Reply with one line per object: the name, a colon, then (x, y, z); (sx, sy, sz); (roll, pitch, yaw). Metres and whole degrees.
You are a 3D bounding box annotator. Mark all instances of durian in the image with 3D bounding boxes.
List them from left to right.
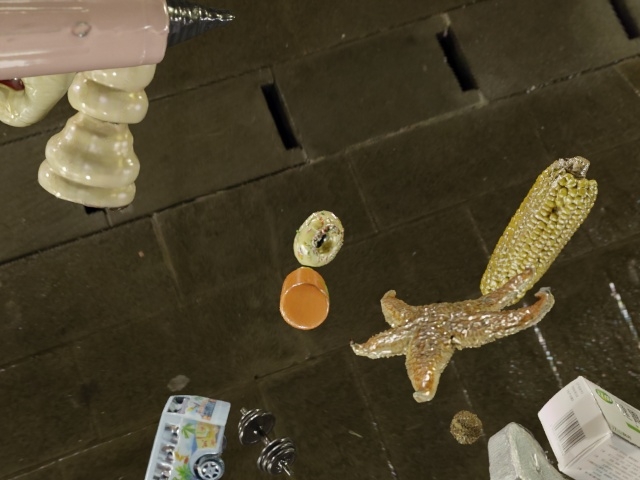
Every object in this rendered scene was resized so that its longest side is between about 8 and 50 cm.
durian: (0.359, 0.456, 1.548); (0.091, 0.080, 0.080); (6, 76, -26)

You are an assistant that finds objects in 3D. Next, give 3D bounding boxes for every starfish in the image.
starfish: (0.145, 0.087, 0.706); (0.231, 0.295, 0.048); (-20, 99, 2)

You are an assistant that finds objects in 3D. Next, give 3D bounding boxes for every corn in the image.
corn: (0.418, -0.016, 1.226); (0.119, 0.119, 0.322); (31, 109, 1)

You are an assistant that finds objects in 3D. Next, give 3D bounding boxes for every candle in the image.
candle: (0.383, 0.438, 1.181); (0.068, 0.168, 0.192); (-50, 56, 25)

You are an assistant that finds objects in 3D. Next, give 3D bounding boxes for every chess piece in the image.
chess piece: (-0.315, -0.188, 0.937); (0.142, 0.143, 0.261); (23, 110, -1)

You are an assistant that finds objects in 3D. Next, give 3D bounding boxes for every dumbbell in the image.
dumbbell: (-0.123, 0.454, 1.439); (0.099, 0.099, 0.208); (-39, 50, -13)

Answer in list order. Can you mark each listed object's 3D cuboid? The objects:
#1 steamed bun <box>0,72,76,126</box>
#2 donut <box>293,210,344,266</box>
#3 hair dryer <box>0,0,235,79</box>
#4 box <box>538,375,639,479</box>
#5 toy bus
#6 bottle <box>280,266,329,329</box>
steamed bun: (-0.292, -0.203, 0.564); (0.155, 0.172, 0.141); (25, 56, -31)
donut: (0.000, 0.000, 1.799); (0.174, 0.174, 0.068); (-45, 50, -13)
hair dryer: (-0.203, -0.091, 0.289); (0.344, 0.189, 0.107); (-13, 115, -31)
box: (0.651, 0.454, 1.354); (0.333, 0.173, 0.145); (31, 116, -15)
toy bus: (-0.259, 0.457, 1.182); (0.136, 0.109, 0.330); (14, 100, -6)
bottle: (-0.024, 0.074, 0.933); (0.069, 0.187, 0.069); (0, 100, -2)
